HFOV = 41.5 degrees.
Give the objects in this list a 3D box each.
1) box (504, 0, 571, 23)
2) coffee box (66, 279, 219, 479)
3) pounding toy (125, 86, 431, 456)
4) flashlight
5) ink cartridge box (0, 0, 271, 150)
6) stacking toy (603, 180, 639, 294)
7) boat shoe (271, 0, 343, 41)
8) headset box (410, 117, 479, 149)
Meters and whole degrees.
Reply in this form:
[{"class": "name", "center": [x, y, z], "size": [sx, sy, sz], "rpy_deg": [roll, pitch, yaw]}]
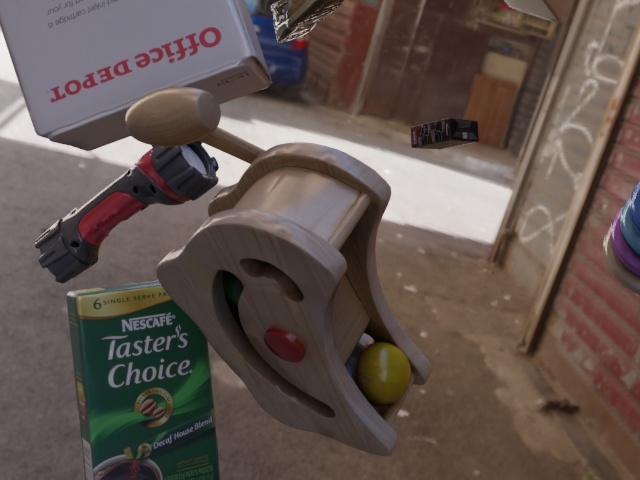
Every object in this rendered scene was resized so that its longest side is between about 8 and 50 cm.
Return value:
[{"class": "box", "center": [0.293, -0.398, 1.181], "size": [0.094, 0.113, 0.275], "rpy_deg": [25, 9, 23]}, {"class": "coffee box", "center": [-0.151, 0.127, 0.725], "size": [0.113, 0.184, 0.040], "rpy_deg": [-5, 4, -27]}, {"class": "pounding toy", "center": [0.000, 0.000, 0.560], "size": [0.154, 0.270, 0.155], "rpy_deg": [-6, 38, 42]}, {"class": "flashlight", "center": [-0.289, -0.042, 1.242], "size": [0.103, 0.304, 0.103], "rpy_deg": [52, 19, -8]}, {"class": "ink cartridge box", "center": [-0.205, -0.270, 0.841], "size": [0.226, 0.306, 0.131], "rpy_deg": [-19, -2, 6]}, {"class": "stacking toy", "center": [0.433, -0.063, 1.004], "size": [0.141, 0.141, 0.330], "rpy_deg": [23, -27, 21]}, {"class": "boat shoe", "center": [-0.019, -0.228, 0.804], "size": [0.050, 0.045, 0.135], "rpy_deg": [-24, 5, -23]}, {"class": "headset box", "center": [0.173, -0.150, 1.201], "size": [0.062, 0.032, 0.083], "rpy_deg": [-1, -2, -40]}]
